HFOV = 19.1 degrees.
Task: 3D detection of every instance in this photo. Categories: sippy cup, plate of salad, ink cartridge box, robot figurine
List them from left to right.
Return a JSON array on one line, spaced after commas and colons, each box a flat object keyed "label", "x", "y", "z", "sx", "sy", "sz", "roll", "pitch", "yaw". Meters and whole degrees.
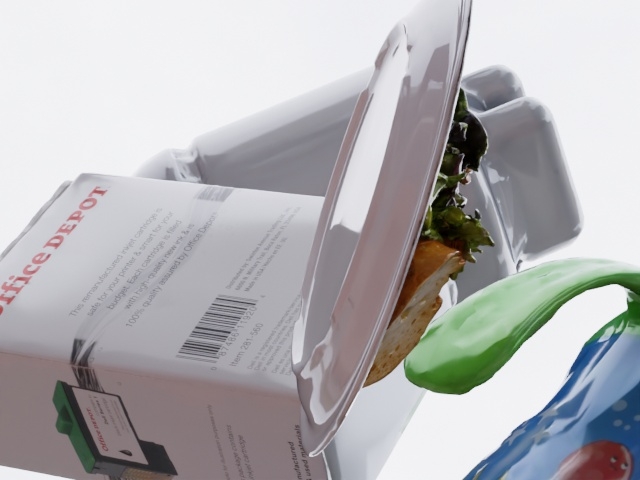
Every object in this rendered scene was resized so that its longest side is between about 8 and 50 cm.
[{"label": "ink cartridge box", "x": -0.062, "y": 0.050, "z": 0.988, "sx": 0.219, "sy": 0.160, "sz": 0.092, "roll": 7, "pitch": -51, "yaw": 26}, {"label": "robot figurine", "x": 0.000, "y": 0.000, "z": 1.327, "sx": 0.353, "sy": 0.300, "sz": 0.200, "roll": -22, "pitch": -68, "yaw": -2}, {"label": "plate of salad", "x": 0.032, "y": -0.011, "z": 0.727, "sx": 0.048, "sy": 0.200, "sz": 0.200, "roll": 16, "pitch": -50, "yaw": -6}, {"label": "sippy cup", "x": 0.132, "y": 0.177, "z": 0.860, "sx": 0.305, "sy": 0.224, "sz": 0.240, "roll": 53, "pitch": -22, "yaw": 12}]
